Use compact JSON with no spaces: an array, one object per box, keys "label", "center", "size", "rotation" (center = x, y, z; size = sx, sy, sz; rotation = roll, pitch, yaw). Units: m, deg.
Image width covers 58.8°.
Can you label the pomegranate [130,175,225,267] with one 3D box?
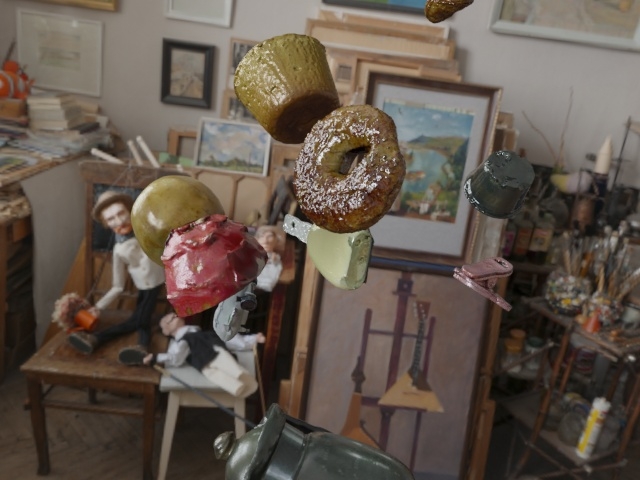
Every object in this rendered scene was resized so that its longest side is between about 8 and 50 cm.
[{"label":"pomegranate","center":[-0.334,-0.041,1.355],"size":[0.233,0.233,0.233],"rotation":[7,20,-2]}]

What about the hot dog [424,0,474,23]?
[{"label":"hot dog","center":[0.339,-0.626,1.500],"size":[0.099,0.065,0.147],"rotation":[-13,3,-21]}]

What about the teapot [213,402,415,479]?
[{"label":"teapot","center":[-0.020,0.342,0.850],"size":[0.285,0.223,0.305],"rotation":[32,35,-2]}]

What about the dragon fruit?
[{"label":"dragon fruit","center":[-0.205,0.033,1.185],"size":[0.189,0.163,0.262],"rotation":[14,34,22]}]

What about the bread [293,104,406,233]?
[{"label":"bread","center":[0.033,-0.099,0.781],"size":[0.064,0.193,0.193],"rotation":[16,9,-44]}]

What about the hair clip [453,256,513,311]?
[{"label":"hair clip","center":[0.341,0.098,1.214],"size":[0.138,0.102,0.123],"rotation":[-12,31,-32]}]

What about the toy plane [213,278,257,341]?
[{"label":"toy plane","center":[-0.208,0.156,1.383],"size":[0.101,0.255,0.251],"rotation":[4,36,-8]}]

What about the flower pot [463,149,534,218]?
[{"label":"flower pot","center":[0.441,-0.145,1.374],"size":[0.157,0.107,0.157],"rotation":[6,56,-9]}]

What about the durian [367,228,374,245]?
[{"label":"durian","center":[0.058,-0.023,1.566],"size":[0.146,0.198,0.159],"rotation":[-41,26,0]}]

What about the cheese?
[{"label":"cheese","center":[0.000,0.000,1.079],"size":[0.054,0.127,0.251],"rotation":[-2,18,-37]}]

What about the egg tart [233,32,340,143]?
[{"label":"egg tart","center":[-0.055,-0.283,1.116],"size":[0.202,0.202,0.147],"rotation":[-7,60,-35]}]
